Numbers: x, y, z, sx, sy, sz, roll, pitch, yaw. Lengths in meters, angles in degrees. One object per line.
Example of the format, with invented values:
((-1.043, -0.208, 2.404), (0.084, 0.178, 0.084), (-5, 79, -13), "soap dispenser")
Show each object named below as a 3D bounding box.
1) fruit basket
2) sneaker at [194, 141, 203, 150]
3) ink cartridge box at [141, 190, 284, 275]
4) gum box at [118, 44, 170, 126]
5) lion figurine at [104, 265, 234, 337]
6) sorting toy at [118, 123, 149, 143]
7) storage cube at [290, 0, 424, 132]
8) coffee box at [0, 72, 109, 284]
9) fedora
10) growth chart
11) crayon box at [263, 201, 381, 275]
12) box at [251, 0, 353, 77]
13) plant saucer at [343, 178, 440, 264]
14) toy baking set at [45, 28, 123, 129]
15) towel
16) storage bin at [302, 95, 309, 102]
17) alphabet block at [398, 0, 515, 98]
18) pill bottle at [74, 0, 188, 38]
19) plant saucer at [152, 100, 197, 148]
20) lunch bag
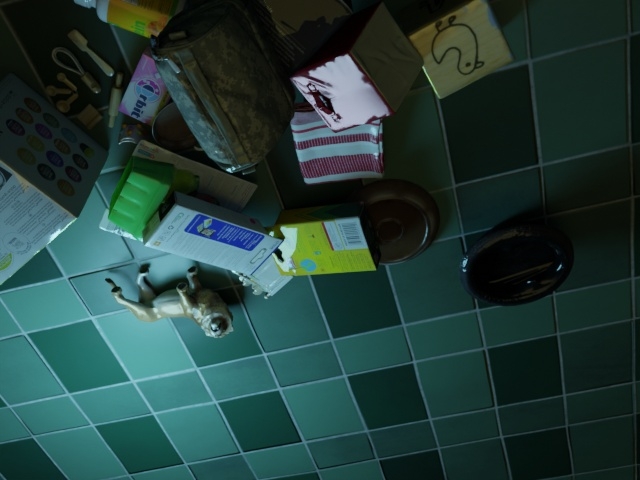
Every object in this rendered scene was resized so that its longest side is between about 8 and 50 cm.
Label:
((-0.409, -0.107, 1.943), (0.353, 0.165, 0.327), (16, 126, -30), "fruit basket")
((-0.276, -0.292, 1.851), (0.157, 0.061, 0.065), (-19, 108, 4), "sneaker")
((-0.299, -0.012, 1.923), (0.371, 0.069, 0.176), (21, 126, -38), "ink cartridge box")
((-0.442, -0.393, 1.765), (0.107, 0.062, 0.188), (26, 122, -17), "gum box")
((-0.477, 0.205, 2.170), (0.392, 0.142, 0.240), (3, 135, 15), "lion figurine")
((-0.515, -0.280, 1.838), (0.083, 0.075, 0.045), (-2, 126, 0), "sorting toy")
((0.084, -0.384, 1.533), (0.193, 0.215, 0.184), (-9, 132, 46), "storage cube")
((-0.817, -0.158, 1.764), (0.338, 0.338, 0.334), (-35, 119, 22), "coffee box")
((0.573, 0.044, 2.026), (0.334, 0.152, 0.334), (0, 126, 0), "fedora")
((-0.196, 0.082, 2.133), (0.172, 0.021, 0.237), (-33, 119, 22), "growth chart")
((0.000, 0.000, 2.007), (0.318, 0.081, 0.202), (-5, 128, 22), "crayon box")
((-0.139, -0.497, 1.552), (0.212, 0.293, 0.395), (38, 118, -24), "box")
((0.206, -0.039, 2.032), (0.310, 0.050, 0.311), (-1, 126, -1), "plant saucer")
((-0.613, -0.408, 1.774), (0.196, 0.030, 0.256), (19, 123, -13), "toy baking set")
((0.050, -0.255, 1.807), (0.237, 0.037, 0.329), (-5, 149, 4), "towel")
((0.029, -0.388, 1.754), (0.135, 0.091, 0.098), (19, 123, -14), "storage bin")
((0.321, -0.490, 1.620), (0.197, 0.193, 0.192), (-27, 120, 18), "alphabet block")
((-0.443, -0.564, 1.598), (0.245, 0.136, 0.136), (17, 124, -12), "pill bottle")
((-0.370, -0.316, 1.804), (0.168, 0.029, 0.168), (-23, 147, -16), "plant saucer")
((-0.194, -0.312, 1.346), (0.212, 0.256, 0.305), (-19, 123, 13), "lunch bag")
